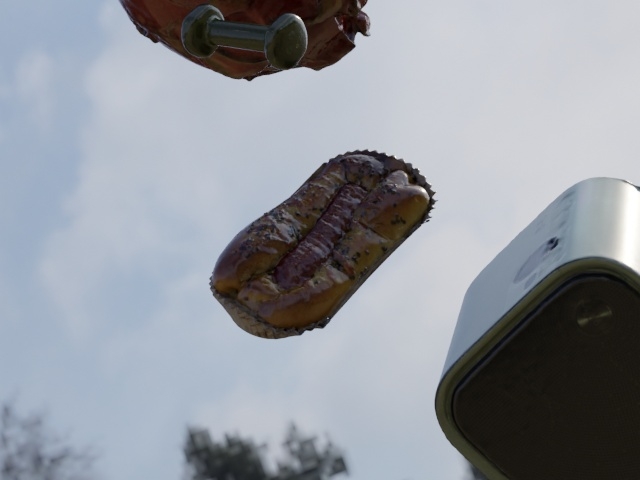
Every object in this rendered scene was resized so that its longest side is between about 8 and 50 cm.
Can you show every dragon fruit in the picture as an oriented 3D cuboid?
[{"bbox_3d":[-0.091,-0.316,1.944,0.277,0.277,0.342,-23,-46,2],"label":"dragon fruit"}]

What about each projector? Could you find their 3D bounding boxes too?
[{"bbox_3d":[0.274,0.115,1.809,0.248,0.248,0.249,-46,6,22],"label":"projector"}]

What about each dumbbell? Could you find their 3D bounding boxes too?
[{"bbox_3d":[-0.069,-0.185,1.670,0.052,0.118,0.046,-53,-41,-31],"label":"dumbbell"}]

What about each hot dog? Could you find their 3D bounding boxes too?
[{"bbox_3d":[0.000,0.000,1.365,0.191,0.108,0.059,-43,-33,-31],"label":"hot dog"}]
